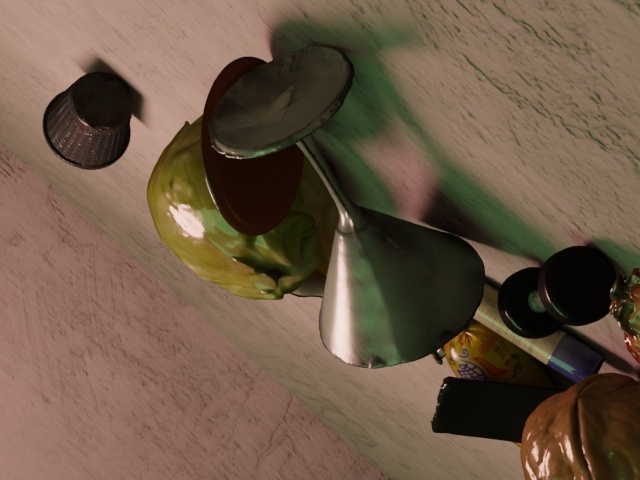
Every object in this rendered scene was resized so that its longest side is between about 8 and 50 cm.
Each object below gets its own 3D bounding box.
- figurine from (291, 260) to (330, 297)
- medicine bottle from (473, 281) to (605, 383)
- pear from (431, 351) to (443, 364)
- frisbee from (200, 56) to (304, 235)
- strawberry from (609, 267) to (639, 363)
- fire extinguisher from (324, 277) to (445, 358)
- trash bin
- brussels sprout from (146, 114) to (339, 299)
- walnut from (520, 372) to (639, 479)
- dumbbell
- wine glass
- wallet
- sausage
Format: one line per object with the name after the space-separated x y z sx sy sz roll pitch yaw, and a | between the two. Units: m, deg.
0.000 0.000 2.063 0.250 0.167 0.141 20 139 -39 | figurine
0.317 0.138 1.761 0.231 0.059 0.059 33 163 21 | medicine bottle
0.135 0.124 1.921 0.216 0.166 0.180 48 149 16 | pear
-0.089 -0.131 1.620 0.021 0.251 0.251 2 145 30 | frisbee
0.446 0.092 1.298 0.236 0.106 0.175 31 125 24 | strawberry
0.126 0.118 2.043 0.252 0.106 0.075 37 137 3 | fire extinguisher
-0.438 -0.244 2.239 0.175 0.175 0.161 41 154 -5 | trash bin
-0.130 -0.061 1.872 0.328 0.247 0.328 19 149 12 | brussels sprout
0.440 0.324 1.644 0.313 0.252 0.277 48 162 -24 | walnut
0.308 0.072 1.528 0.100 0.100 0.191 39 165 -1 | dumbbell
0.036 -0.049 1.579 0.267 0.267 0.406 21 151 47 | wine glass
0.323 0.279 1.859 0.285 0.030 0.146 7 135 -2 | wallet
0.310 0.235 1.923 0.123 0.123 0.347 18 154 52 | sausage
